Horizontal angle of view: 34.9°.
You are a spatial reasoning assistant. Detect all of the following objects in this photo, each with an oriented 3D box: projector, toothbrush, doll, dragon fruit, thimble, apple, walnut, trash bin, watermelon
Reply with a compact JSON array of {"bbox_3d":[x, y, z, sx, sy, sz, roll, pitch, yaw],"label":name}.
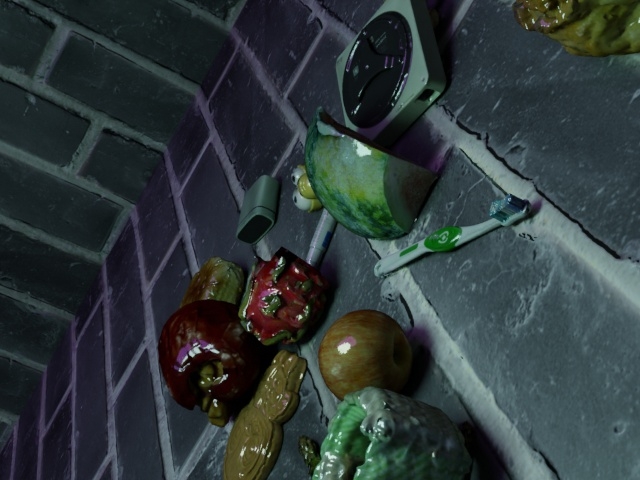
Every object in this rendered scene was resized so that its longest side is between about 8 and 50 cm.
[{"bbox_3d":[0.123,-0.326,1.973,0.257,0.079,0.259,-44,44,43],"label":"projector"},{"bbox_3d":[0.194,0.002,1.598,0.418,0.040,0.042,-32,40,61],"label":"toothbrush"},{"bbox_3d":[0.010,-0.119,2.067,0.291,0.086,0.117,173,88,-66],"label":"doll"},{"bbox_3d":[-0.078,0.111,1.920,0.172,0.166,0.160,-55,-23,-4],"label":"dragon fruit"},{"bbox_3d":[0.088,0.298,1.311,0.219,0.150,0.219,-161,90,-78],"label":"thimble"},{"bbox_3d":[0.070,0.176,1.540,0.131,0.146,0.146,-7,58,41],"label":"apple"},{"bbox_3d":[-0.220,0.251,2.032,0.269,0.222,0.243,-91,0,-72],"label":"walnut"},{"bbox_3d":[-0.148,-0.072,2.408,0.116,0.059,0.130,-44,29,41],"label":"trash bin"},{"bbox_3d":[0.062,-0.133,1.818,0.305,0.180,0.224,40,146,51],"label":"watermelon"}]

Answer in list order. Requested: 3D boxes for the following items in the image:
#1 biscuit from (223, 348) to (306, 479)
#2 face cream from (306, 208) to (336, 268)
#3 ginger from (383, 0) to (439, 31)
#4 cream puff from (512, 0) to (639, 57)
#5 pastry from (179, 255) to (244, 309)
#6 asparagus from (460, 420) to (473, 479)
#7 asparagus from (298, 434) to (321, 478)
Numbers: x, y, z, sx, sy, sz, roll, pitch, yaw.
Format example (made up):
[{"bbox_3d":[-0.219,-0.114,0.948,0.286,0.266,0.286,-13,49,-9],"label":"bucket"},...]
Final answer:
[{"bbox_3d":[-0.111,0.341,1.908,0.288,0.044,0.202,-66,22,3],"label":"biscuit"},{"bbox_3d":[0.000,0.000,2.028,0.034,0.034,0.130,-6,61,65],"label":"face cream"},{"bbox_3d":[0.187,-0.470,2.064,0.149,0.065,0.258,-31,49,47],"label":"ginger"},{"bbox_3d":[0.387,-0.406,1.336,0.327,0.231,0.343,-58,22,6],"label":"cream puff"},{"bbox_3d":[-0.254,0.133,2.379,0.182,0.093,0.192,-6,60,61],"label":"pastry"},{"bbox_3d":[0.172,0.346,1.285,0.025,0.024,0.248,0,56,18],"label":"asparagus"},{"bbox_3d":[-0.011,0.367,1.665,0.165,0.030,0.036,-126,36,-65],"label":"asparagus"}]
